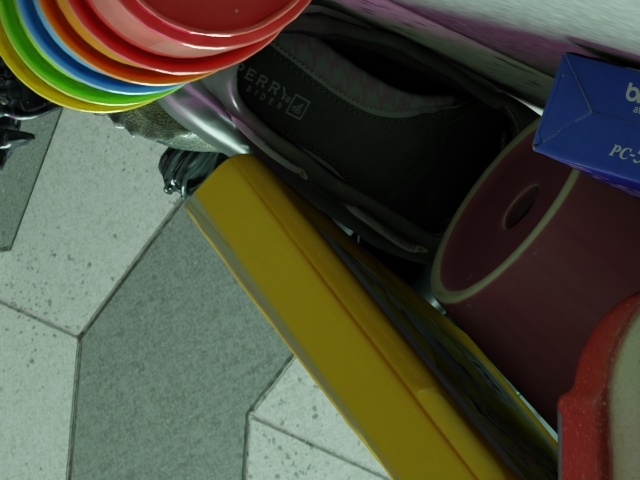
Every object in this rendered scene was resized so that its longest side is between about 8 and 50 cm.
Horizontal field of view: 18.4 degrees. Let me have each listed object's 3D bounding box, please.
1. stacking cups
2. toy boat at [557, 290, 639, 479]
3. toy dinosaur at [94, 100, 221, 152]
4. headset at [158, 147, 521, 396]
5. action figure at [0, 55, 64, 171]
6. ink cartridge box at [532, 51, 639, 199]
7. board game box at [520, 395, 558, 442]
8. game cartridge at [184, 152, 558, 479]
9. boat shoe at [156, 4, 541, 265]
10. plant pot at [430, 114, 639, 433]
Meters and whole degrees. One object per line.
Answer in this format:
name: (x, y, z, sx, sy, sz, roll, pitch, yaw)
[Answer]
stacking cups: (-0.065, -0.090, 0.648, 0.096, 0.096, 0.316, 20, 180, -10)
toy boat: (0.175, 0.096, 0.877, 0.231, 0.151, 0.151, 3, 176, -38)
toy dinosaur: (-0.092, -0.101, 1.272, 0.160, 0.121, 0.313, 36, -176, 24)
headset: (0.000, 0.000, 1.435, 0.243, 0.185, 0.394, 32, -162, -42)
action figure: (-0.199, -0.120, 1.111, 0.141, 0.164, 0.276, 11, 175, -22)
ink cartridge box: (0.185, -0.025, 0.847, 0.097, 0.046, 0.207, 20, 180, 36)
board game box: (0.305, 0.107, 1.524, 0.390, 0.050, 0.390, 20, -149, 25)
game cartridge: (0.091, 0.117, 1.021, 0.323, 0.052, 0.285, 49, -174, 39)
boat shoe: (0.046, -0.049, 1.083, 0.335, 0.112, 0.095, 24, -176, -36)
plant pot: (0.166, 0.029, 1.033, 0.180, 0.201, 0.201, 36, 177, -14)
